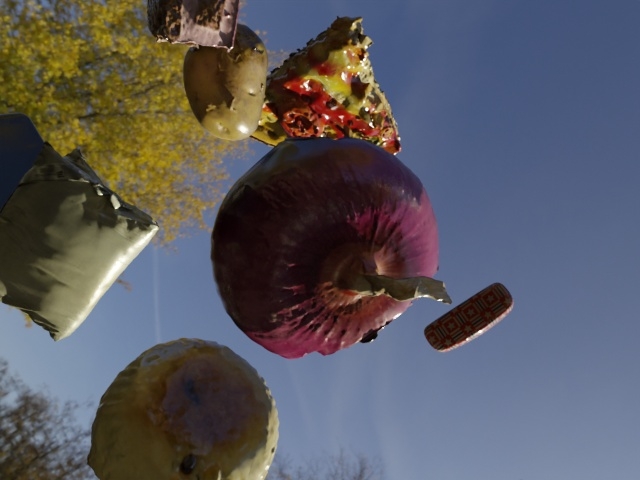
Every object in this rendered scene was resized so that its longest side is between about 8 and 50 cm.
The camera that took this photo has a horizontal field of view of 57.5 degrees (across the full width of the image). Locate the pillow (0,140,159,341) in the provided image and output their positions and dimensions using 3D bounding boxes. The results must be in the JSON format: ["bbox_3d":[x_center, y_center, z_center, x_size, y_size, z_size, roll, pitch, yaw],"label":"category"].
[{"bbox_3d":[-0.270,0.009,0.597,0.134,0.078,0.181,40,-81,-12],"label":"pillow"}]

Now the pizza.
[{"bbox_3d":[-0.002,-0.315,1.285,0.440,0.130,0.406,9,-30,-5],"label":"pizza"}]

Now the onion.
[{"bbox_3d":[-0.002,-0.004,0.539,0.208,0.200,0.200,-27,-88,20],"label":"onion"}]

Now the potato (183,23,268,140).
[{"bbox_3d":[-0.147,-0.248,0.912,0.137,0.137,0.175,17,-83,41],"label":"potato"}]

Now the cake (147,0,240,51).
[{"bbox_3d":[-0.168,-0.386,0.777,0.113,0.116,0.295,3,-92,61],"label":"cake"}]

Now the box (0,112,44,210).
[{"bbox_3d":[-0.520,-0.109,0.996,0.050,0.160,0.230,-33,-93,35],"label":"box"}]

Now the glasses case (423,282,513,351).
[{"bbox_3d":[0.308,0.164,1.203,0.073,0.195,0.049,60,7,30],"label":"glasses case"}]

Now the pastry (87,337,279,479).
[{"bbox_3d":[-0.280,0.403,1.212,0.388,0.389,0.312,52,-38,12],"label":"pastry"}]
